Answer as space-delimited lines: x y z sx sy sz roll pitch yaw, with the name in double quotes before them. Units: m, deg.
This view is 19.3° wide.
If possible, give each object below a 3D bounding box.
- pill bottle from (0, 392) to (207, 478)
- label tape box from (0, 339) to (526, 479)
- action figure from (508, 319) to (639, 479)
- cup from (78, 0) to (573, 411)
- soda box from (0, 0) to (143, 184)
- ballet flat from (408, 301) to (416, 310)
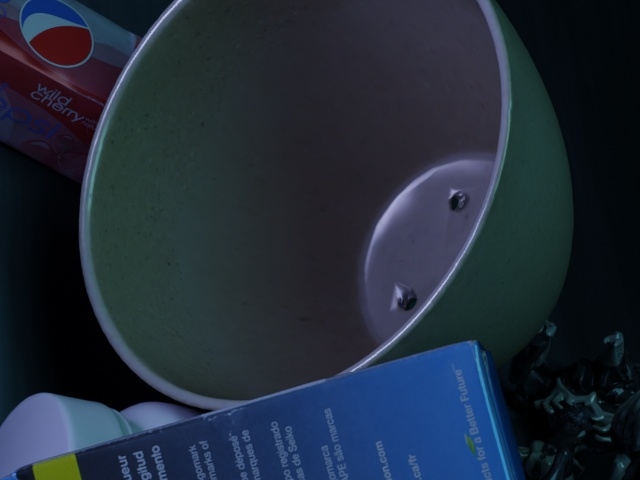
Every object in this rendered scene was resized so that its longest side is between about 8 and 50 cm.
"pill bottle" -0.071 0.195 1.215 0.283 0.160 0.160 19 52 -31
"label tape box" -0.036 0.214 1.040 0.106 0.334 0.240 36 39 -80
"action figure" 0.200 0.139 1.496 0.164 0.141 0.276 29 43 21
"cup" 0.039 -0.016 1.262 0.237 0.331 0.331 30 44 -49
"soda box" -0.245 -0.144 1.340 0.263 0.092 0.083 29 47 -23
"ballet flat" 0.000 0.000 1.453 0.316 0.107 0.106 20 44 -32
